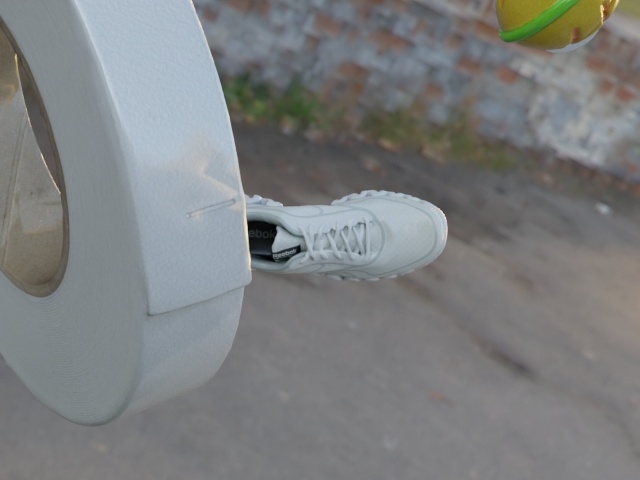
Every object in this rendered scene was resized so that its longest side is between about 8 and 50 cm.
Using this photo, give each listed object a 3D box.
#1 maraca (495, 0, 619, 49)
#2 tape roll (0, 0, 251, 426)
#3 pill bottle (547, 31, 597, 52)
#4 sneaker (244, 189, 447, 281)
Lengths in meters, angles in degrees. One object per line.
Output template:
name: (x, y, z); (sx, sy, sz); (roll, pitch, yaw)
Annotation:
maraca: (0.215, -0.233, 1.549); (0.099, 0.127, 0.185); (48, 51, -17)
tape roll: (-0.175, -0.072, 1.125); (0.072, 0.392, 0.392); (-19, 42, -28)
pill bottle: (0.228, -0.260, 1.809); (0.078, 0.078, 0.137); (12, 46, -39)
sneaker: (0.000, 0.000, 2.055); (0.292, 0.110, 0.118); (-1, 6, 2)
